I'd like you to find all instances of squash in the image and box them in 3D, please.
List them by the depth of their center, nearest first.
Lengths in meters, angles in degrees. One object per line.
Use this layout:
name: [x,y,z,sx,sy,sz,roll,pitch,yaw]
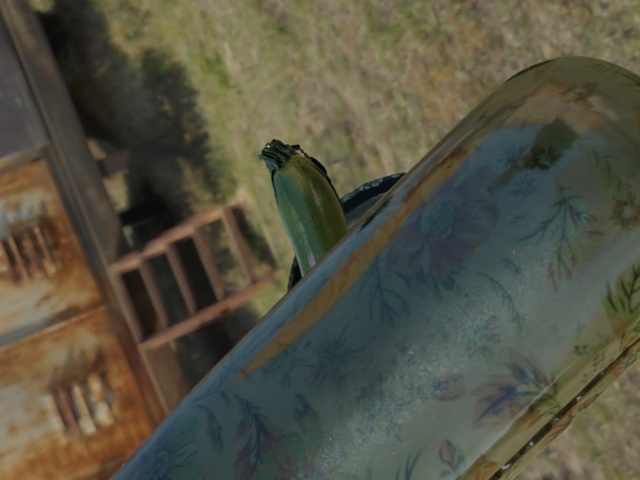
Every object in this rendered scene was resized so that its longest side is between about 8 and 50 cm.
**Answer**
squash: [0.000,0.000,0.929,0.052,0.052,0.183,97,157,-64]

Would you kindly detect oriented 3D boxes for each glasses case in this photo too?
glasses case: [0.038,0.081,0.666,0.156,0.425,0.098,49,-173,34]

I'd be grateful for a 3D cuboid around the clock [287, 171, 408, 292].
clock: [0.111,0.063,1.371,0.312,0.313,0.061,60,176,30]
